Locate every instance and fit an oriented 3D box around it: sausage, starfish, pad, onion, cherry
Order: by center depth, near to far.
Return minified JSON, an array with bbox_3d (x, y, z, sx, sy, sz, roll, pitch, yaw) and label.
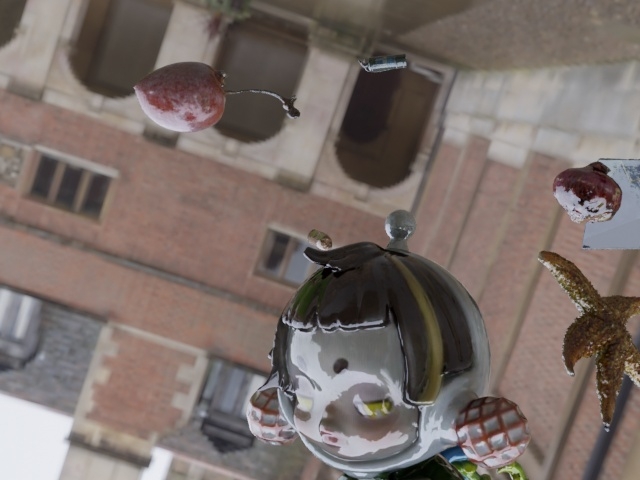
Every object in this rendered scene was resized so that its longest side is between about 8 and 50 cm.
[{"bbox_3d":[0.319,0.104,1.325,0.240,0.043,0.227,49,-146,-12],"label":"starfish"},{"bbox_3d":[-0.129,-0.183,1.515,0.226,0.090,0.107,2,-168,-16],"label":"cherry"},{"bbox_3d":[0.000,0.000,1.736,0.026,0.026,0.116,18,-178,-9],"label":"sausage"},{"bbox_3d":[0.406,-0.074,1.773,0.107,0.097,0.107,26,175,3],"label":"onion"},{"bbox_3d":[0.558,-0.059,1.942,0.243,0.163,0.004,-1,-156,-11],"label":"pad"}]

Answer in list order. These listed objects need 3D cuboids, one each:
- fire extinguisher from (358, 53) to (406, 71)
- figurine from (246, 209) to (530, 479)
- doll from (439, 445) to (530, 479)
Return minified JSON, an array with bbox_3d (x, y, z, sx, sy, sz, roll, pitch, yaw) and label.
[{"bbox_3d":[0.110,-0.310,2.060,0.083,0.025,0.038,-4,143,6],"label":"fire extinguisher"},{"bbox_3d":[0.065,0.165,0.980,0.281,0.369,0.167,-4,-170,41],"label":"figurine"},{"bbox_3d":[0.205,0.459,2.225,0.341,0.346,0.098,59,-155,-18],"label":"doll"}]
